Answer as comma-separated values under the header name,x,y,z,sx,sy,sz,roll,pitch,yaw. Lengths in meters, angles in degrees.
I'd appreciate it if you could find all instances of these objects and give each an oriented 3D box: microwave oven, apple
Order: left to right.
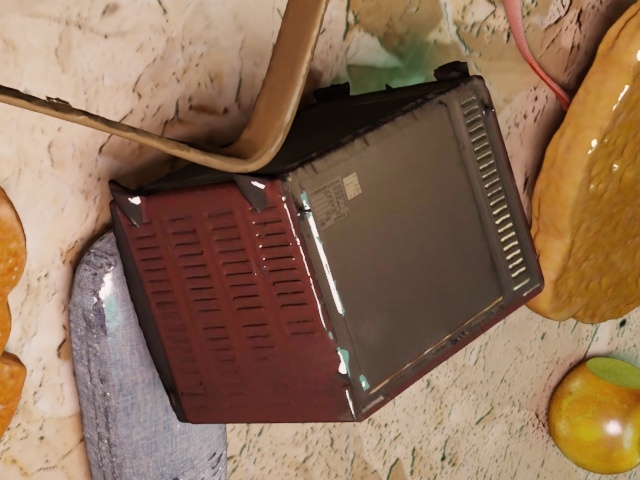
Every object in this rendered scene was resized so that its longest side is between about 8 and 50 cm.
name,x,y,z,sx,sy,sz,roll,pitch,yaw
microwave oven,0.001,0.002,1.173,0.247,0.188,0.178,-29,110,-45
apple,0.273,0.169,1.616,0.114,0.102,0.099,-4,114,-42

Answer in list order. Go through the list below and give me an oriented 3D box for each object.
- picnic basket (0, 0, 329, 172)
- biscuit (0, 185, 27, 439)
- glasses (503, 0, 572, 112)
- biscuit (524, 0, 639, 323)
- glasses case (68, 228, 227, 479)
name,x,y,z,sx,sy,sz,roll,pitch,yaw
picnic basket,-0.074,-0.212,0.948,0.254,0.291,0.321,16,93,-46
biscuit,-0.318,0.075,1.073,0.306,0.043,0.284,19,101,-46
glasses,0.222,-0.248,1.383,0.234,0.118,0.268,-43,155,-18
biscuit,0.299,-0.084,1.502,0.312,0.057,0.351,-29,141,-31
glasses case,-0.123,0.111,1.252,0.109,0.067,0.282,-28,131,-37
